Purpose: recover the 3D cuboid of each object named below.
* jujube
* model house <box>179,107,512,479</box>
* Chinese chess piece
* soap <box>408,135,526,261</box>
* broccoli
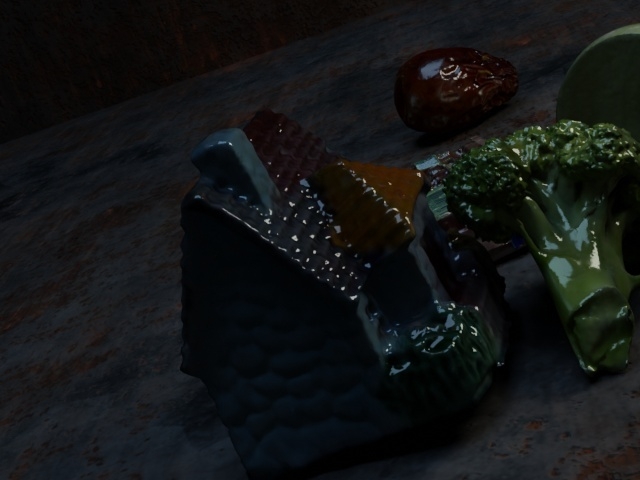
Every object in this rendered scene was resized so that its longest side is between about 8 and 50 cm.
[{"bbox_3d":[0.249,-0.274,2.102,0.236,0.168,0.168,-11,15,-20],"label":"jujube"},{"bbox_3d":[0.000,0.000,1.253,0.297,0.339,0.360,-24,16,21],"label":"model house"},{"bbox_3d":[0.414,-0.158,1.462,0.237,0.238,0.092,-5,7,40],"label":"Chinese chess piece"},{"bbox_3d":[0.199,-0.051,1.591,0.217,0.098,0.273,-22,18,-3],"label":"soap"},{"bbox_3d":[0.265,-0.039,1.242,0.186,0.254,0.302,-58,-5,24],"label":"broccoli"}]
